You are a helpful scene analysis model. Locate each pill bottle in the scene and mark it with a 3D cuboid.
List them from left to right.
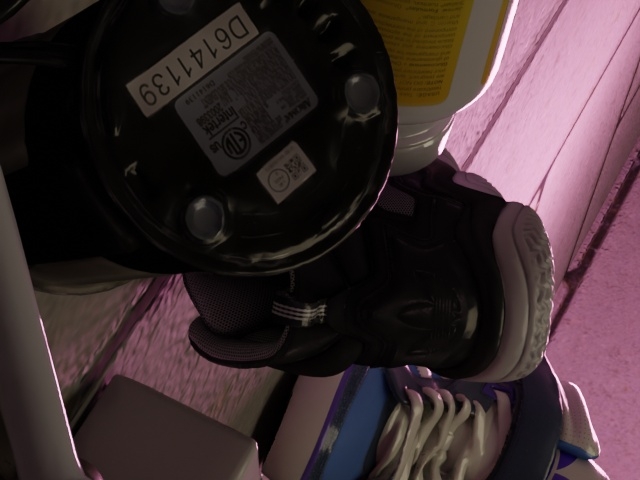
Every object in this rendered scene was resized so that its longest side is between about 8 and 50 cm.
[{"bbox_3d":[0.037,-0.117,0.714,0.103,0.103,0.184,-54,164,-40],"label":"pill bottle"}]

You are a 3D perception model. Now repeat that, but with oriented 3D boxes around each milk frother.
[{"bbox_3d":[-0.075,-0.049,0.431,0.129,0.143,0.135,-22,-174,-28],"label":"milk frother"}]

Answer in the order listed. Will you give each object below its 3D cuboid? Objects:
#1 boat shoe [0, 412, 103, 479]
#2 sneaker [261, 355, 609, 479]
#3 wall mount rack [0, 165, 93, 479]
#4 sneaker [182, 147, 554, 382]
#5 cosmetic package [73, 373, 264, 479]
[{"bbox_3d":[-0.151,0.181,0.548,0.109,0.091,0.305,-39,152,-63],"label":"boat shoe"},{"bbox_3d":[0.110,0.147,1.225,0.130,0.236,0.323,-68,168,14],"label":"sneaker"},{"bbox_3d":[-0.078,-0.068,0.211,0.350,0.130,0.304,-11,126,-66],"label":"wall mount rack"},{"bbox_3d":[0.000,0.000,0.814,0.268,0.153,0.101,-145,-121,-68],"label":"sneaker"},{"bbox_3d":[-0.115,0.190,0.741,0.231,0.085,0.117,-60,166,-28],"label":"cosmetic package"}]
